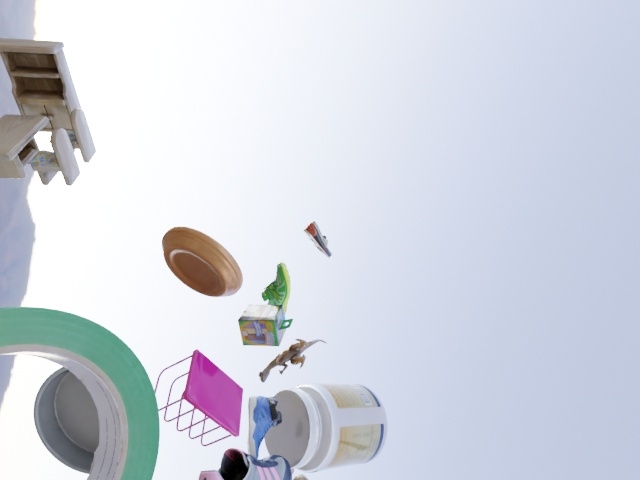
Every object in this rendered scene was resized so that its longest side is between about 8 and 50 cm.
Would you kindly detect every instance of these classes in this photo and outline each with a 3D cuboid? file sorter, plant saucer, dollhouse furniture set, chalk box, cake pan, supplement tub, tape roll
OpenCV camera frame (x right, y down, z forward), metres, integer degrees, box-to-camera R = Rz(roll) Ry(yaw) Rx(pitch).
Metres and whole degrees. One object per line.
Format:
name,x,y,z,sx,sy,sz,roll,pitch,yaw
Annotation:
file sorter,-0.448,0.591,1.548,0.182,0.291,0.202,-27,-147,13
plant saucer,-0.261,0.056,0.905,0.199,0.200,0.037,-27,-156,45
dollhouse furniture set,-0.516,-0.222,0.716,0.242,0.211,0.161,-95,-172,-49
chalk box,-0.222,0.361,1.795,0.212,0.132,0.132,0,-68,13
cake pan,-0.529,0.417,1.010,0.054,0.292,0.294,-83,-170,-80
supplement tub,0.018,0.530,1.210,0.228,0.316,0.229,-19,-118,42
tape roll,-0.342,0.236,0.452,0.077,0.321,0.322,-16,-109,40

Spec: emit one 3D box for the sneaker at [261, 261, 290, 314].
sneaker,-0.202,0.233,1.900,0.109,0.123,0.296,-111,-152,-58

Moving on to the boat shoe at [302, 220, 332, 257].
boat shoe,0.000,0.000,1.209,0.043,0.137,0.049,-47,-142,-11

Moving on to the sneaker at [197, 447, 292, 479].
sneaker,-0.138,0.461,0.828,0.112,0.319,0.131,-12,-100,10

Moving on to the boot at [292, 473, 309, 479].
boot,-0.024,0.940,1.468,0.213,0.077,0.165,69,-22,5

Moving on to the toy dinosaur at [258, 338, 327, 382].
toy dinosaur,-0.057,0.267,1.020,0.064,0.211,0.112,66,-29,5

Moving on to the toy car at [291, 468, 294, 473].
toy car,-0.087,0.784,1.482,0.060,0.122,0.041,48,-67,34

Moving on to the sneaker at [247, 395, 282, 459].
sneaker,-0.133,0.452,1.022,0.152,0.084,0.058,-99,-162,-46
